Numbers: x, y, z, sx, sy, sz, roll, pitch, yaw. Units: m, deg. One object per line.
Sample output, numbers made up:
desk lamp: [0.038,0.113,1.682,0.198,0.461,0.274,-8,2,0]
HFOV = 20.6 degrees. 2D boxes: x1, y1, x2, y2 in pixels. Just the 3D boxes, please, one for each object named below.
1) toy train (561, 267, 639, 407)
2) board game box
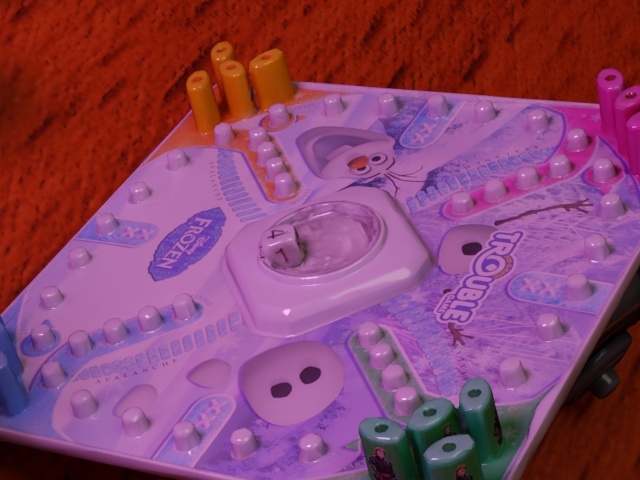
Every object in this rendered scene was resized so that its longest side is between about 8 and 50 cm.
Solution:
toy train: [0.127,0.059,1.190,0.334,0.190,0.142,-29,72,-38]
board game box: [0.000,0.000,1.109,0.390,0.050,0.390,7,40,30]
